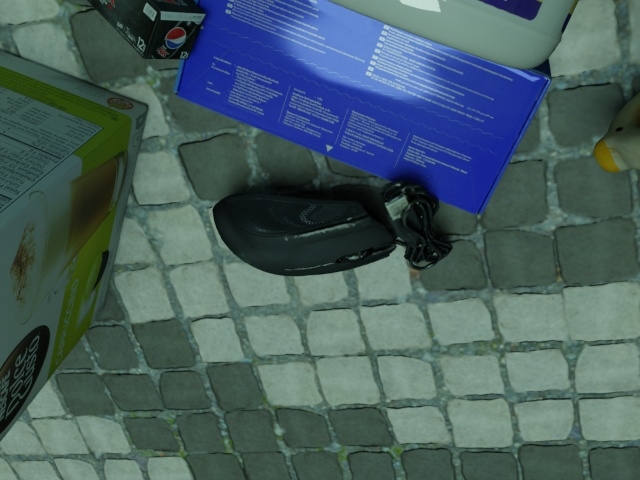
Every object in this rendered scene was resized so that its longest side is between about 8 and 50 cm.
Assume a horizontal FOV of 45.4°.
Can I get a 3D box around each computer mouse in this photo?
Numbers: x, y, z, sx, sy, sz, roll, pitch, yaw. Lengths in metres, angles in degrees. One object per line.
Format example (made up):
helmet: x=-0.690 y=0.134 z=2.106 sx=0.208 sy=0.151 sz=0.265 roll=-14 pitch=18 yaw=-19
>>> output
computer mouse: x=0.000 y=0.000 z=0.856 sx=0.273 sy=0.072 sz=0.188 roll=2 pitch=158 yaw=19

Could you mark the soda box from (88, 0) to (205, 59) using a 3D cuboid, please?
soda box: x=-0.190 y=-0.248 z=0.759 sx=0.169 sy=0.060 sz=0.053 roll=46 pitch=126 yaw=23

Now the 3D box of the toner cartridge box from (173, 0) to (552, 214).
toner cartridge box: x=0.038 y=-0.168 z=0.784 sx=0.348 sy=0.075 sz=0.165 roll=22 pitch=122 yaw=0

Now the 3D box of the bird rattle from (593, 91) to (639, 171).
bird rattle: x=0.350 y=-0.132 z=0.664 sx=0.143 sy=0.253 sz=0.207 roll=46 pitch=158 yaw=-21

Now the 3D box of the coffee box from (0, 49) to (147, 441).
coffee box: x=-0.440 y=-0.008 z=0.844 sx=0.338 sy=0.334 sz=0.337 roll=21 pitch=123 yaw=1

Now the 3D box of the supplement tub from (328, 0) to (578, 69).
supplement tub: x=0.122 y=-0.318 z=0.557 sx=0.241 sy=0.241 sz=0.331 roll=21 pitch=109 yaw=1
